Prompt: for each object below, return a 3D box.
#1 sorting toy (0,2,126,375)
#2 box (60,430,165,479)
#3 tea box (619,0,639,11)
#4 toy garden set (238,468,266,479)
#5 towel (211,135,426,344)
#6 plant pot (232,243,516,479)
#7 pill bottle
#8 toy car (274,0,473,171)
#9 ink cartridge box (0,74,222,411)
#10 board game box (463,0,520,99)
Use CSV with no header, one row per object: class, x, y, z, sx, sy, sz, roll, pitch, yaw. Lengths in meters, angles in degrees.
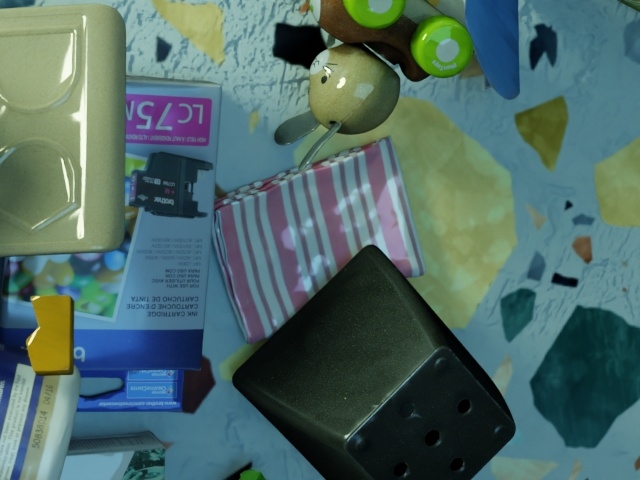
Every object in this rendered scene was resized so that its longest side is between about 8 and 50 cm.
sorting toy,-0.272,-0.040,1.333,0.229,0.041,0.307,-2,76,1
box,-0.261,0.339,1.489,0.232,0.058,0.322,-2,102,-20
tea box,0.363,-0.316,1.450,0.323,0.329,0.220,23,91,-22
toy garden set,-0.099,0.368,1.534,0.244,0.049,0.204,-52,132,-31
towel,0.000,0.000,1.537,0.197,0.029,0.144,-21,108,-16
plant pot,0.067,0.148,1.503,0.188,0.167,0.187,-44,119,-6
pill bottle,-0.340,0.142,1.337,0.264,0.153,0.153,15,95,-12
toy car,0.020,-0.153,1.459,0.149,0.155,0.188,33,100,-23
ink cartridge box,-0.191,0.009,1.451,0.185,0.065,0.311,2,101,-21
board game box,0.144,-0.210,1.508,0.133,0.033,0.169,39,46,-54
